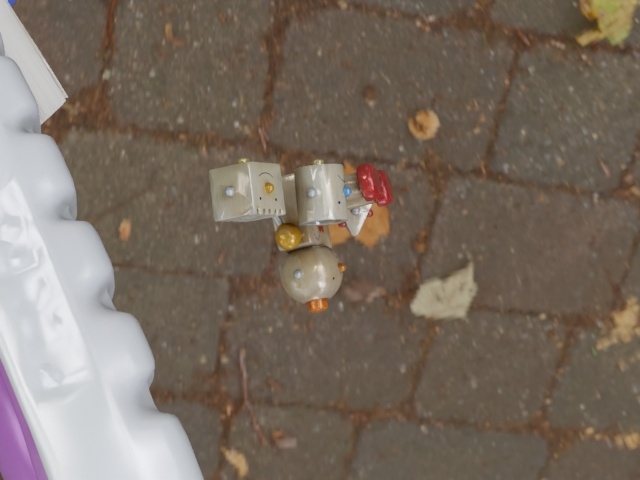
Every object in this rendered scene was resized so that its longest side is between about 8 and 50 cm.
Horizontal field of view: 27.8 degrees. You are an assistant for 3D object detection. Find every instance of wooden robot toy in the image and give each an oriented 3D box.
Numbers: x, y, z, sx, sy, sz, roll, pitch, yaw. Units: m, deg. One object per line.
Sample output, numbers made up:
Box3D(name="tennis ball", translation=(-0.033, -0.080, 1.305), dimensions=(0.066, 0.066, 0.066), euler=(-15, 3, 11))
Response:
Box3D(name="wooden robot toy", translation=(0.000, 0.000, 0.726), dimensions=(0.076, 0.173, 0.079), euler=(-8, 83, 18))

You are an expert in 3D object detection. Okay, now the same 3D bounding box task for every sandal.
Box3D(name="sandal", translation=(-0.161, -0.039, 0.443), dimensions=(0.102, 0.416, 0.169), euler=(-25, 151, -18))

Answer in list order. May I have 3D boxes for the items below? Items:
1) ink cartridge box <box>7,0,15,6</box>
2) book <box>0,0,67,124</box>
Box3D(name="ink cartridge box", translation=(-0.226, -0.232, 0.900), dimensions=(0.207, 0.046, 0.097), euler=(-54, 154, 3))
Box3D(name="book", translation=(-0.239, -0.120, 0.814), dimensions=(0.144, 0.035, 0.096), euler=(6, 134, 36))
